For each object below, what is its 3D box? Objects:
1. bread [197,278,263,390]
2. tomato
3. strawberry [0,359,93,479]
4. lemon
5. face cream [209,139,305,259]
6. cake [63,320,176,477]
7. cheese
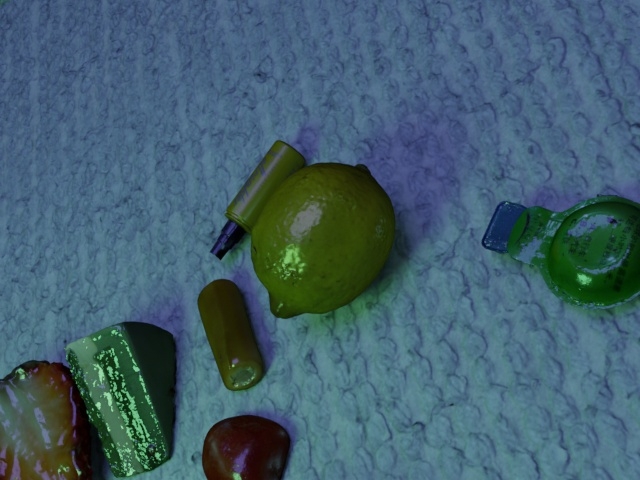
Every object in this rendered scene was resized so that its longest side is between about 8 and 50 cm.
[{"bbox_3d":[-0.177,0.177,1.951,0.092,0.074,0.239,-30,49,7],"label":"bread"},{"bbox_3d":[-0.150,0.380,1.792,0.174,0.082,0.166,6,66,34],"label":"tomato"},{"bbox_3d":[-0.546,0.400,2.017,0.265,0.149,0.336,-40,57,-1],"label":"strawberry"},{"bbox_3d":[0.000,0.000,1.835,0.245,0.245,0.320,29,84,42],"label":"lemon"},{"bbox_3d":[-0.138,-0.078,2.088,0.078,0.078,0.273,28,79,42],"label":"face cream"},{"bbox_3d":[-0.389,0.296,1.953,0.158,0.172,0.284,-23,52,22],"label":"cake"},{"bbox_3d":[0.416,0.007,1.654,0.320,0.083,0.204,16,73,37],"label":"cheese"}]
